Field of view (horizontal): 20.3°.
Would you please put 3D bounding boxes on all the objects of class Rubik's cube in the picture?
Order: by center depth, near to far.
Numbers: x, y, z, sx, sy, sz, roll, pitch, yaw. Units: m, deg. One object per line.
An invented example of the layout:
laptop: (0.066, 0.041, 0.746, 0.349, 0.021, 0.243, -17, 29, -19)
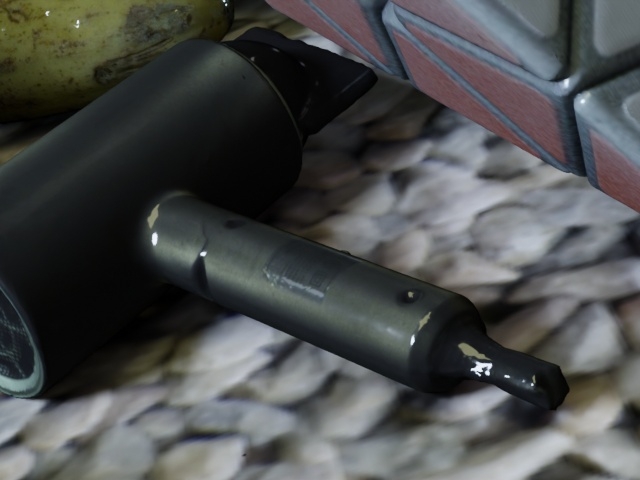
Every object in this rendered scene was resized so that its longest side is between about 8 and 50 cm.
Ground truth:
Rubik's cube: (0.054, -0.138, 0.627, 0.233, 0.228, 0.229, 2, 33, 11)

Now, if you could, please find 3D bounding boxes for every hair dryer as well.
hair dryer: (0.000, 0.000, 0.645, 0.248, 0.078, 0.195, 23, 50, 37)

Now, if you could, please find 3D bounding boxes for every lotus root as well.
lotus root: (-0.127, -0.105, 0.854, 0.179, 0.081, 0.089, -11, 32, 13)
